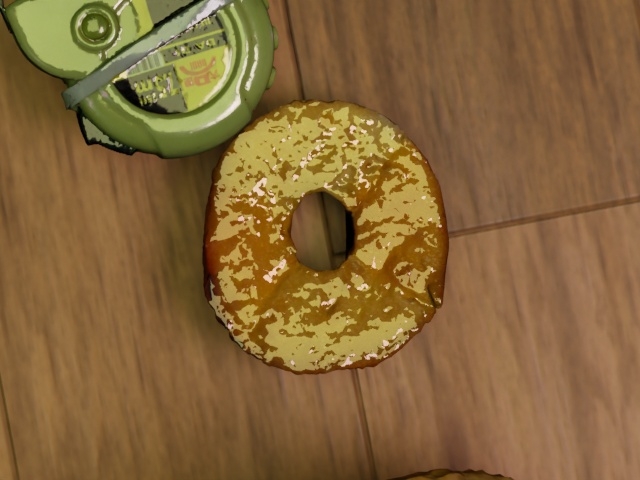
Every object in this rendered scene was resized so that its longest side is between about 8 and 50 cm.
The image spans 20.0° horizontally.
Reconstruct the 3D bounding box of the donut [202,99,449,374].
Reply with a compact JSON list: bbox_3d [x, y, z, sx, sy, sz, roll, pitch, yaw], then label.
[{"bbox_3d":[0.001,0.000,1.266,0.174,0.074,0.190,-15,85,-1],"label":"donut"}]

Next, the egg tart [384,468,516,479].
[{"bbox_3d":[0.066,0.333,1.137,0.169,0.388,0.388,25,87,43],"label":"egg tart"}]

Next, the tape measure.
[{"bbox_3d":[-0.107,-0.131,1.221,0.177,0.087,0.154,-24,98,-6],"label":"tape measure"}]
